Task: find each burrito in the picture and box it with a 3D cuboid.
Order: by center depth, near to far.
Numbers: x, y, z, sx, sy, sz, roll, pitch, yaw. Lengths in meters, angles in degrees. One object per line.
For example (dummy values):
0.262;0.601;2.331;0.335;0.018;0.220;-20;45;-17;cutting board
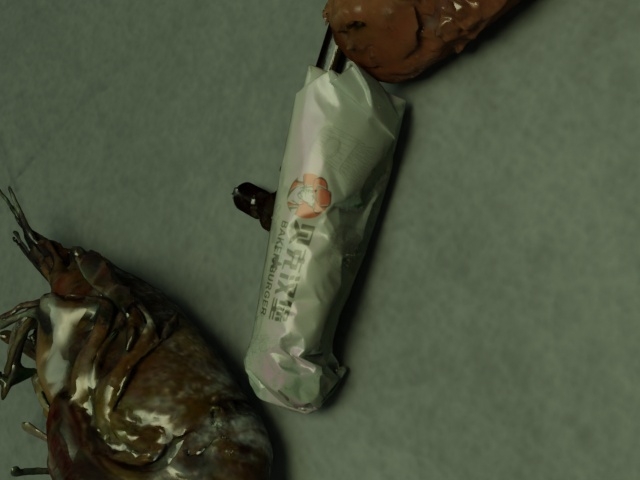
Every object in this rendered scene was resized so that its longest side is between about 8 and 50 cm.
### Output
0.001;0.000;0.780;0.064;0.064;0.203;14;93;42;burrito

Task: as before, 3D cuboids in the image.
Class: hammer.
-0.005;-0.090;0.829;0.065;0.021;0.178;22;95;43;hammer

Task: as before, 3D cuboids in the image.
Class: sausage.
0.122;-0.198;0.699;0.326;0.079;0.087;-45;68;28;sausage

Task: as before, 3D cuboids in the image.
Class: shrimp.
-0.150;0.079;0.862;0.145;0.116;0.343;-41;50;0;shrimp
